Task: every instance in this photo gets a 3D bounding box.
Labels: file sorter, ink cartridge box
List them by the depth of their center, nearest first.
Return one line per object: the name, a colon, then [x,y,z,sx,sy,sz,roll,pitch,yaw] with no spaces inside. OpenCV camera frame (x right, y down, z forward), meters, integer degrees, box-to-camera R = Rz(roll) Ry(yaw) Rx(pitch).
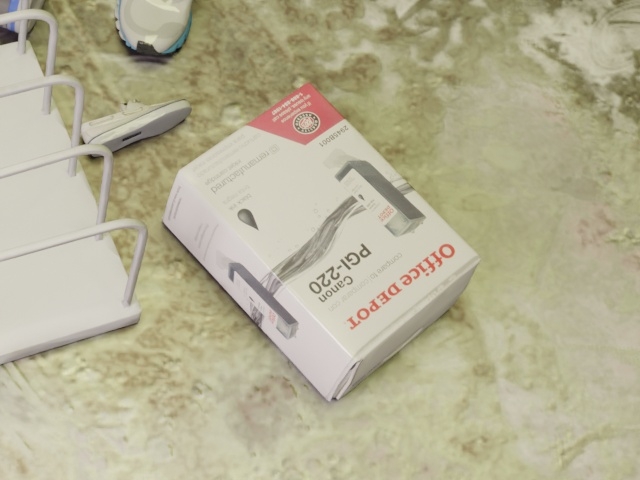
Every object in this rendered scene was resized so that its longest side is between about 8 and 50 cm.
file sorter: [-0.269,-0.063,1.173,0.192,0.173,0.278,-17,68,-22]
ink cartridge box: [0.000,0.000,1.255,0.158,0.092,0.218,-37,78,-28]

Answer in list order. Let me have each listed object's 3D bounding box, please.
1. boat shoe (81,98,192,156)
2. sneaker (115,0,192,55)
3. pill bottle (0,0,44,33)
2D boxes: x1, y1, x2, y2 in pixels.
boat shoe: [-0.160,-0.106,1.305,0.100,0.035,0.035,-25,73,-18]
sneaker: [-0.136,-0.255,1.365,0.071,0.083,0.191,16,61,-7]
pill bottle: [-0.308,-0.236,1.311,0.137,0.078,0.078,19,59,-4]
